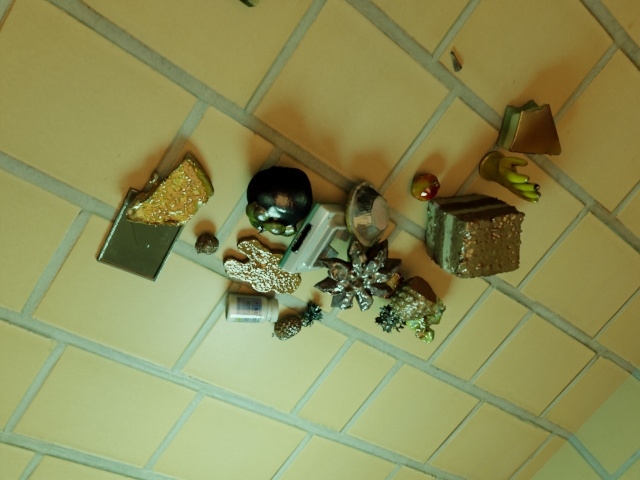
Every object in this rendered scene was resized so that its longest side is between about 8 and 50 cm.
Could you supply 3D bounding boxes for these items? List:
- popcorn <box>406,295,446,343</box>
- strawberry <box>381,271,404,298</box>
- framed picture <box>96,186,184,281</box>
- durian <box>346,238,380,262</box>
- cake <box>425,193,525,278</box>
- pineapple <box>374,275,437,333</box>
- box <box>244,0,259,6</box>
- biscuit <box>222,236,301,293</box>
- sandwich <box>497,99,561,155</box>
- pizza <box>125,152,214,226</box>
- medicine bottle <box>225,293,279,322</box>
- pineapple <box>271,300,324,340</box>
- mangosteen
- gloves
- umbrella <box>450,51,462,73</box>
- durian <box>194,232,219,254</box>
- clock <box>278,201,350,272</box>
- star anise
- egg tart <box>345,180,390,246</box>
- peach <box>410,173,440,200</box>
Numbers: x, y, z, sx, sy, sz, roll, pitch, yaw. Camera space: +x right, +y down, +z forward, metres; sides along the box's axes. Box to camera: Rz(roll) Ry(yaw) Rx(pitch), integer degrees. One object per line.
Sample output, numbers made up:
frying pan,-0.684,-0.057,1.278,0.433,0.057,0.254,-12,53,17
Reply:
popcorn,0.415,0.304,2.022,0.198,0.212,0.197,-1,151,-1
strawberry,0.253,0.160,1.962,0.145,0.086,0.145,-7,118,-13
framed picture,-0.597,-0.012,1.684,0.213,0.016,0.289,24,106,-24
durian,0.169,0.079,1.869,0.139,0.101,0.249,-4,92,13
cake,0.562,-0.027,1.846,0.283,0.290,0.255,-8,117,-13
pineapple,0.306,0.261,1.918,0.158,0.157,0.279,31,124,-26
box,-0.147,-0.766,1.374,0.071,0.159,0.240,31,102,-28
biscuit,-0.204,0.105,1.835,0.295,0.044,0.186,35,105,-25
sandwich,0.788,-0.414,1.828,0.220,0.108,0.185,2,115,-14
pizza,-0.488,-0.137,1.615,0.297,0.071,0.189,-42,120,-6
medicine bottle,-0.255,0.255,1.856,0.187,0.102,0.102,6,113,-18
pineapple,-0.094,0.317,1.942,0.222,0.083,0.103,-28,119,-4
mangosteen,-0.139,-0.128,1.642,0.243,0.243,0.242,-6,116,-13
gloves,0.695,-0.224,1.787,0.133,0.294,0.116,38,101,-26
umbrella,0.463,-0.607,1.700,0.032,0.020,0.083,-34,114,1
durian,-0.392,0.017,1.717,0.080,0.080,0.091,55,48,-29
clock,0.000,0.000,1.736,0.116,0.231,0.262,35,104,17
star anise,0.137,0.129,1.746,0.332,0.117,0.331,-5,124,-8
egg tart,0.177,-0.094,1.760,0.234,0.094,0.233,2,87,-50
peach,0.382,-0.195,1.832,0.101,0.100,0.100,-6,116,-13
